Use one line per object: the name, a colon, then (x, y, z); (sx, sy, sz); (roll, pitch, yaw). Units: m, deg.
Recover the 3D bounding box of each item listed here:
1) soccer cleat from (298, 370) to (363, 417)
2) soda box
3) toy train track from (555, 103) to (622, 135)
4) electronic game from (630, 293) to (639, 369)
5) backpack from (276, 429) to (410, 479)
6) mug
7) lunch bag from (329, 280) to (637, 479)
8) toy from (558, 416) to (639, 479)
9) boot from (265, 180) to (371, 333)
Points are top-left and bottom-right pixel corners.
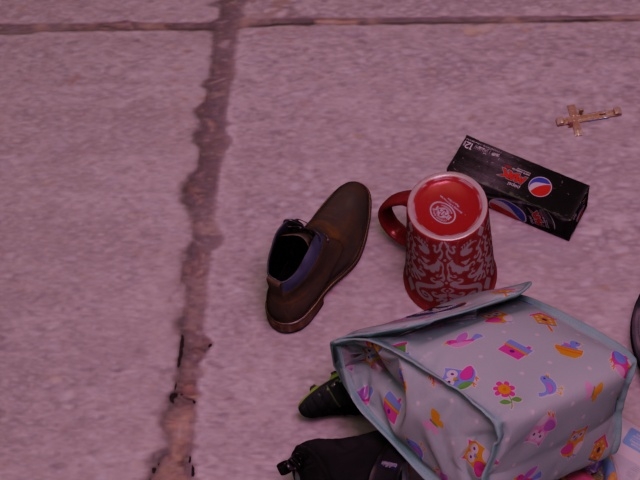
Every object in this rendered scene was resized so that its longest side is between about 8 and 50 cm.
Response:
soccer cleat: (0.064, 0.177, 1.637); (0.178, 0.060, 0.072); (-18, 62, -7)
soda box: (0.241, -0.064, 1.753); (0.169, 0.053, 0.060); (24, 67, 19)
toy train track: (0.341, -0.159, 1.817); (0.083, 0.014, 0.048); (-10, 61, 0)
electronic game: (0.468, 0.114, 1.631); (0.229, 0.048, 0.229); (1, 57, -2)
backpack: (0.042, 0.301, 1.531); (0.152, 0.115, 0.182); (-14, 45, 8)
mug: (0.131, 0.000, 1.663); (0.150, 0.169, 0.113); (8, 63, 10)
lunch bag: (0.167, 0.146, 1.534); (0.223, 0.160, 0.262); (-17, 37, -34)
toy: (0.260, 0.268, 1.565); (0.137, 0.056, 0.237); (31, 69, 19)
boot: (0.000, 0.000, 1.714); (0.082, 0.106, 0.219); (21, 66, 17)
